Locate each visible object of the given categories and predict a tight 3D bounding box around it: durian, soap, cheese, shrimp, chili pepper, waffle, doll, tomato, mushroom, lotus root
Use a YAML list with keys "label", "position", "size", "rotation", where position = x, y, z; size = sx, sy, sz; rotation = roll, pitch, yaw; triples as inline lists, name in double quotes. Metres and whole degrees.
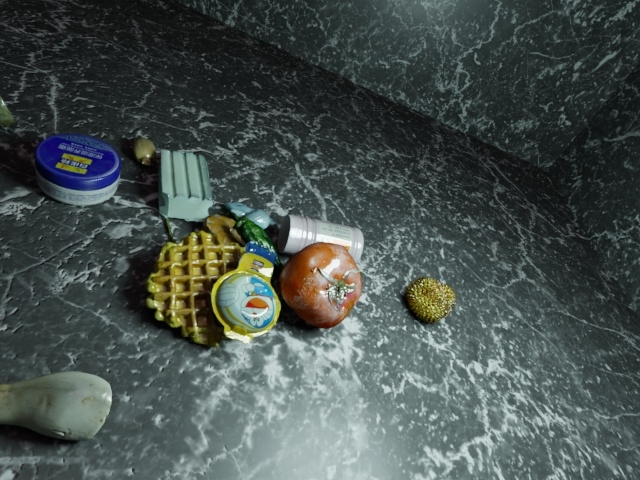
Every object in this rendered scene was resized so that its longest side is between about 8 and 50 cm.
- label: "durian"
  position: [0.351, 0.188, 1.348]
  size: [0.158, 0.136, 0.168]
  rotation: [20, 19, -43]
- label: "soap"
  position: [-0.425, -0.172, 1.321]
  size: [0.150, 0.094, 0.261]
  rotation: [3, 41, -23]
- label: "cheese"
  position: [-0.173, 0.120, 1.032]
  size: [0.177, 0.069, 0.270]
  rotation: [26, 48, -19]
- label: "shrimp"
  position: [-0.221, 0.032, 1.236]
  size: [0.317, 0.062, 0.164]
  rotation: [46, 33, 21]
- label: "chili pepper"
  position: [-0.171, 0.009, 1.203]
  size: [0.278, 0.065, 0.122]
  rotation: [50, -4, 0]
- label: "waffle"
  position: [-0.278, 0.112, 1.055]
  size: [0.282, 0.058, 0.300]
  rotation: [24, 51, -17]
- label: "doll"
  position: [-0.236, -0.072, 1.347]
  size: [0.180, 0.075, 0.120]
  rotation: [19, 21, 35]
- label: "tomato"
  position: [-0.002, 0.111, 1.134]
  size: [0.232, 0.231, 0.189]
  rotation: [-14, 14, -42]
- label: "mushroom"
  position: [-0.492, 0.283, 0.742]
  size: [0.225, 0.093, 0.116]
  rotation: [17, 59, -22]
- label: "lotus root"
  position: [-0.581, -0.294, 1.394]
  size: [0.073, 0.062, 0.150]
  rotation: [-1, 44, -32]

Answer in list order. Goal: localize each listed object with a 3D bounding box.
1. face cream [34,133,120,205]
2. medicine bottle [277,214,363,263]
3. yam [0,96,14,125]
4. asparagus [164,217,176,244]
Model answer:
- label: "face cream"
  position: [-0.673, -0.194, 1.179]
  size: [0.206, 0.111, 0.205]
  rotation: [17, 39, -14]
- label: "medicine bottle"
  position: [0.000, 0.000, 1.346]
  size: [0.250, 0.133, 0.133]
  rotation: [13, 39, -21]
- label: "yam"
  position: [-1.040, -0.400, 1.163]
  size: [0.305, 0.167, 0.168]
  rotation: [-10, 51, -37]
- label: "asparagus"
  position: [-0.429, -0.025, 1.207]
  size: [0.014, 0.015, 0.114]
  rotation: [0, 44, -35]
